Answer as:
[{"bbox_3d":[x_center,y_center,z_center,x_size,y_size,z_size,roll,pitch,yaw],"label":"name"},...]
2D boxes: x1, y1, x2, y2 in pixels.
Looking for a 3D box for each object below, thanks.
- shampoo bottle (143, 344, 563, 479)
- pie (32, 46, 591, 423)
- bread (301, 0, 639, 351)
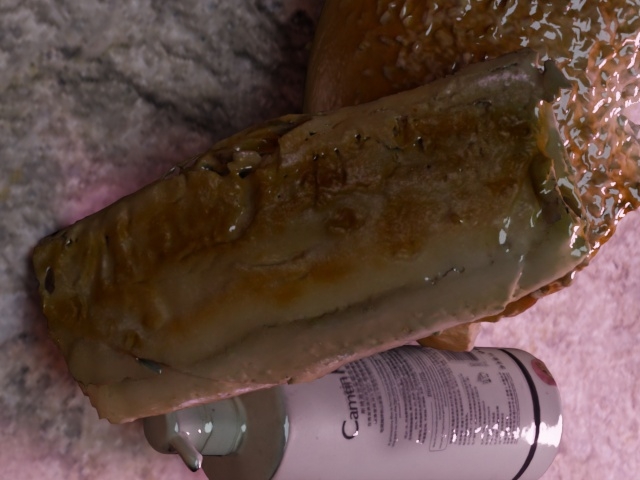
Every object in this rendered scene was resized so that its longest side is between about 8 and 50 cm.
[{"bbox_3d":[0.016,0.099,1.091,0.262,0.085,0.085,4,94,-39],"label":"shampoo bottle"},{"bbox_3d":[0.000,0.000,0.969,0.068,0.282,0.129,34,37,-67],"label":"pie"},{"bbox_3d":[0.106,-0.111,1.065,0.192,0.171,0.314,44,81,-17],"label":"bread"}]
